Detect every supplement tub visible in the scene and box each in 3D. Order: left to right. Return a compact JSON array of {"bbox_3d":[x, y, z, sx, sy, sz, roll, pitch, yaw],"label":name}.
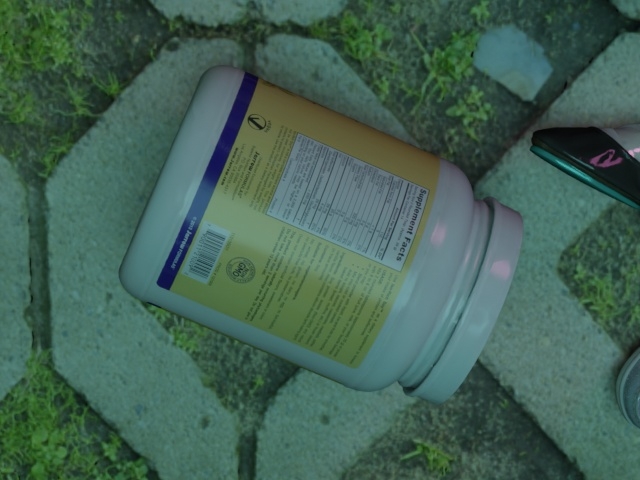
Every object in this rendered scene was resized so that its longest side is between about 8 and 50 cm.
[{"bbox_3d":[0.000,0.000,1.506,0.331,0.241,0.241,23,104,-7],"label":"supplement tub"}]

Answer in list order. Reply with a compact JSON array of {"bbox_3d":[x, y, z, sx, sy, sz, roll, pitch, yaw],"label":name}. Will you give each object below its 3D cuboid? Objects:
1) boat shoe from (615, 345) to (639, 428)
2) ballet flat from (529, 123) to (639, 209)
[{"bbox_3d":[0.458,0.119,1.611,0.320,0.103,0.118,-18,105,5],"label":"boat shoe"},{"bbox_3d":[0.335,-0.056,1.575,0.280,0.095,0.096,34,93,-19],"label":"ballet flat"}]
